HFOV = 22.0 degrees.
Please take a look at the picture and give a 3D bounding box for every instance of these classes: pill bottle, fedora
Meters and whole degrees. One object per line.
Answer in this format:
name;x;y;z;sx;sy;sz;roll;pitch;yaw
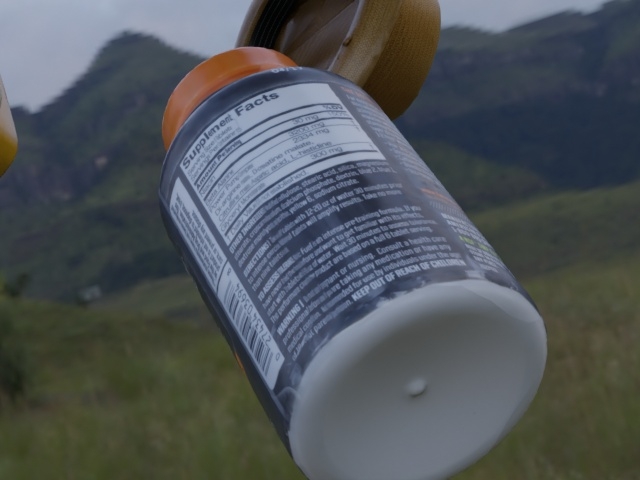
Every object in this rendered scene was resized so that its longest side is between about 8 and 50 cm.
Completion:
pill bottle;0.000;0.000;0.810;0.130;0.245;0.130;-14;-49;-17
fedora;0.017;-0.122;1.029;0.079;0.194;0.194;21;-28;-28

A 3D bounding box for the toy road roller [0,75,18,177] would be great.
toy road roller;-0.385;-0.127;1.206;0.240;0.329;0.202;-40;-50;8
